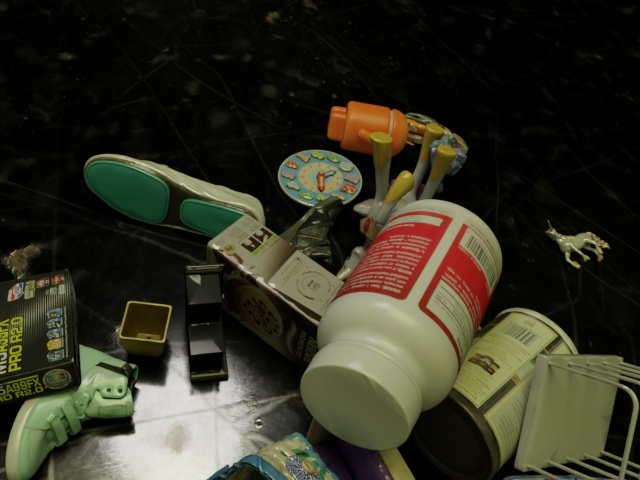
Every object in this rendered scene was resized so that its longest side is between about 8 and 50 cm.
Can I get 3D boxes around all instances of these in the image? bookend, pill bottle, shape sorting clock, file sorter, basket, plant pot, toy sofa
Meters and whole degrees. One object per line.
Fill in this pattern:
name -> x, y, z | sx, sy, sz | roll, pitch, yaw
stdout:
bookend -> -0.209, 0.151, 1.207 | 0.072, 0.157, 0.156 | -3, 50, -14
pill bottle -> 0.137, 0.127, 1.071 | 0.229, 0.229, 0.408 | 27, 45, 12
shape sorting clock -> 0.000, -0.153, 1.594 | 0.206, 0.040, 0.206 | 6, 48, -7
file sorter -> 0.489, 0.306, 1.095 | 0.277, 0.193, 0.173 | 9, 2, -40
basket -> -0.077, 0.410, 0.883 | 0.255, 0.201, 0.289 | 45, 36, 11
plant pot -> -0.321, 0.172, 1.213 | 0.081, 0.083, 0.081 | 7, 49, -5
toy sofa -> 0.087, 0.433, 1.032 | 0.177, 0.150, 0.363 | -15, 55, -25

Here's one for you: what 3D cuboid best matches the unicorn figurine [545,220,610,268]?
unicorn figurine -> 0.614, 0.010, 1.582 | 0.161, 0.060, 0.111 | -2, 48, -35

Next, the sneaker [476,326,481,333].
sneaker -> 0.213, 0.151, 1.348 | 0.236, 0.095, 0.105 | 10, 41, -2

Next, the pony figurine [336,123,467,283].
pony figurine -> 0.174, -0.058, 1.391 | 0.303, 0.364, 0.351 | 39, 37, 29

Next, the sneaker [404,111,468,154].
sneaker -> 0.297, -0.288, 1.749 | 0.214, 0.084, 0.083 | 28, 45, 13

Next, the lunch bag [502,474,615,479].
lunch bag -> 0.409, 0.512, 1.061 | 0.303, 0.115, 0.243 | 5, 51, -9

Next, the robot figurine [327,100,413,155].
robot figurine -> 0.129, -0.282, 1.676 | 0.219, 0.158, 0.128 | 9, 83, -4

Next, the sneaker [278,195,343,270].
sneaker -> 0.000, 0.000, 1.433 | 0.130, 0.087, 0.227 | 35, 55, 16

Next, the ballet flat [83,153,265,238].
ballet flat -> -0.309, -0.097, 1.437 | 0.400, 0.139, 0.139 | 19, 48, -2

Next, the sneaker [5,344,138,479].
sneaker -> -0.397, 0.289, 1.083 | 0.151, 0.094, 0.256 | 12, 45, 7

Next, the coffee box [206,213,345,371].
coffee box -> -0.076, 0.108, 1.266 | 0.297, 0.168, 0.119 | 34, 51, 18

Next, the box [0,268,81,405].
box -> -0.532, 0.166, 1.126 | 0.216, 0.060, 0.270 | -11, 35, -15

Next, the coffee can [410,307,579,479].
coffee can -> 0.311, 0.274, 1.183 | 0.275, 0.202, 0.201 | -29, 61, -32
